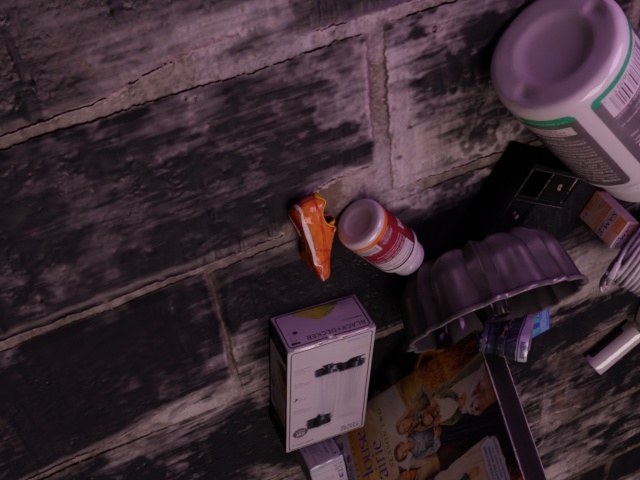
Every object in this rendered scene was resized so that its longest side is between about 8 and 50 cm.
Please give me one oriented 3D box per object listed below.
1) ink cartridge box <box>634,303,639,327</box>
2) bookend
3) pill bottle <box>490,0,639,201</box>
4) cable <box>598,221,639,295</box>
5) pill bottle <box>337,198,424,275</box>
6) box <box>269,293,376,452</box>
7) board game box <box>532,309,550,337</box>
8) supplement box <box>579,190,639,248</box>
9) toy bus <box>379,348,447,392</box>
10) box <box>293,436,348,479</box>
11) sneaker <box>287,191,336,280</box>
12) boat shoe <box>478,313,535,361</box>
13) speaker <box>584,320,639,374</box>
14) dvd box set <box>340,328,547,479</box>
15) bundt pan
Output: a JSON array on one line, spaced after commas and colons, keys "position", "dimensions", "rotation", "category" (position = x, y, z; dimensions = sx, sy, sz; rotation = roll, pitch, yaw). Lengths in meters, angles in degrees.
[{"position": [0.800, 0.112, 1.906], "dimensions": [0.134, 0.078, 0.231], "rotation": [-19, 136, -15], "category": "ink cartridge box"}, {"position": [0.360, -0.077, 1.471], "dimensions": [0.156, 0.072, 0.157], "rotation": [8, 125, -36], "category": "bookend"}, {"position": [0.429, -0.202, 1.297], "dimensions": [0.204, 0.204, 0.361], "rotation": [-46, 136, 14], "category": "pill bottle"}, {"position": [0.645, -0.014, 1.606], "dimensions": [0.257, 0.089, 0.257], "rotation": [-35, 156, -51], "category": "cable"}, {"position": [0.102, 0.000, 1.378], "dimensions": [0.086, 0.086, 0.152], "rotation": [-44, 137, 12], "category": "pill bottle"}, {"position": [-0.001, 0.243, 1.542], "dimensions": [0.169, 0.087, 0.290], "rotation": [-16, 136, -18], "category": "box"}, {"position": [0.359, 0.167, 1.716], "dimensions": [0.210, 0.047, 0.160], "rotation": [-27, 138, -7], "category": "board game box"}, {"position": [0.537, -0.039, 1.592], "dimensions": [0.036, 0.098, 0.062], "rotation": [4, 126, -33], "category": "supplement box"}, {"position": [0.234, 0.305, 1.730], "dimensions": [0.191, 0.104, 0.202], "rotation": [44, 136, -19], "category": "toy bus"}, {"position": [-0.006, 0.421, 1.677], "dimensions": [0.072, 0.126, 0.137], "rotation": [-23, 138, -12], "category": "box"}, {"position": [0.000, 0.000, 1.337], "dimensions": [0.067, 0.064, 0.175], "rotation": [-31, 142, -17], "category": "sneaker"}, {"position": [0.322, 0.159, 1.470], "dimensions": [0.183, 0.083, 0.065], "rotation": [-18, 116, -72], "category": "boat shoe"}, {"position": [0.684, 0.249, 1.982], "dimensions": [0.136, 0.055, 0.055], "rotation": [-44, 137, 12], "category": "speaker"}, {"position": [0.203, 0.390, 1.552], "dimensions": [0.062, 0.308, 0.420], "rotation": [11, 143, -35], "category": "dvd box set"}, {"position": [0.282, 0.078, 1.470], "dimensions": [0.330, 0.124, 0.331], "rotation": [-18, 163, -6], "category": "bundt pan"}]
